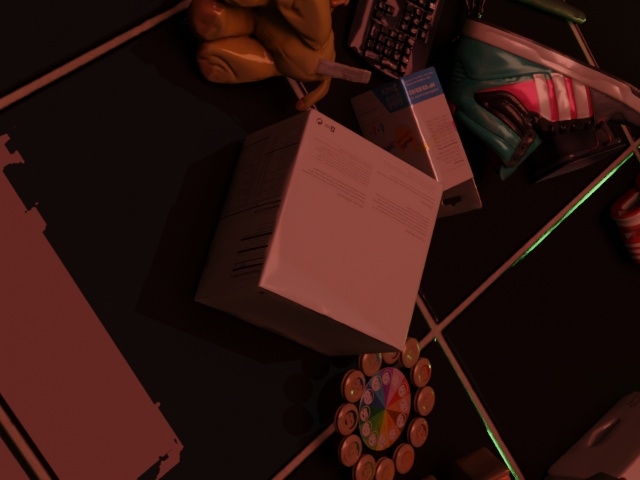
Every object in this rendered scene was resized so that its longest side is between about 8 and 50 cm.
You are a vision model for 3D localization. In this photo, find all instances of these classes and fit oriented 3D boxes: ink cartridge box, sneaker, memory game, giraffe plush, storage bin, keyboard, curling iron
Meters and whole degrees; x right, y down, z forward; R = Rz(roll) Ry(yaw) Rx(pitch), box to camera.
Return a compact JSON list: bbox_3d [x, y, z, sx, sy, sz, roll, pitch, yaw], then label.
[{"bbox_3d":[0.117,-0.108,1.262,0.061,0.104,0.181,-24,95,-34],"label":"ink cartridge box"},{"bbox_3d":[0.520,-0.039,1.553,0.221,0.087,0.128,-32,113,-28],"label":"sneaker"},{"bbox_3d":[0.469,0.391,1.401,0.226,0.131,0.306,-34,102,-33],"label":"ink cartridge box"},{"bbox_3d":[0.079,0.199,1.205,0.186,0.012,0.186,-8,100,-48],"label":"memory game"},{"bbox_3d":[-0.035,-0.272,1.169,0.210,0.181,0.171,23,48,-18],"label":"giraffe plush"},{"bbox_3d":[0.290,-0.153,1.334,0.295,0.124,0.178,22,105,-6],"label":"sneaker"},{"bbox_3d":[0.348,-0.148,1.439,0.135,0.098,0.091,-19,83,-35],"label":"storage bin"},{"bbox_3d":[0.155,-0.347,1.345,0.201,0.033,0.317,21,81,-29],"label":"keyboard"},{"bbox_3d":[0.283,-0.369,1.460,0.274,0.035,0.068,20,72,-30],"label":"curling iron"}]

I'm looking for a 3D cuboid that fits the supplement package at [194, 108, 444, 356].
[{"bbox_3d":[0.000,0.000,1.137,0.194,0.149,0.203,27,68,-28],"label":"supplement package"}]

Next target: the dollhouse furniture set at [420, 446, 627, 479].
[{"bbox_3d":[0.259,0.373,1.200,0.259,0.135,0.262,-26,96,-6],"label":"dollhouse furniture set"}]
